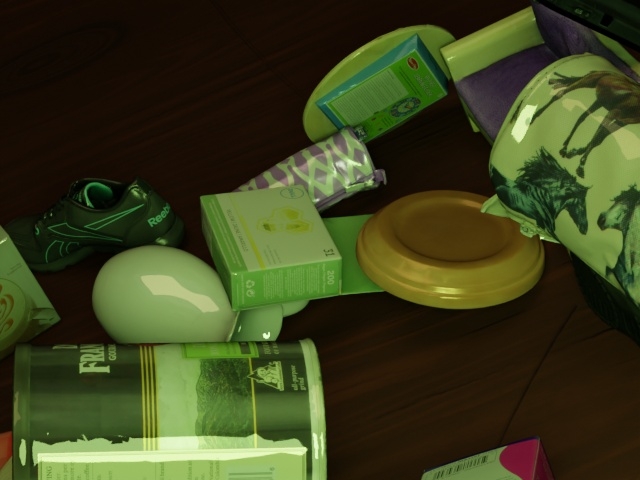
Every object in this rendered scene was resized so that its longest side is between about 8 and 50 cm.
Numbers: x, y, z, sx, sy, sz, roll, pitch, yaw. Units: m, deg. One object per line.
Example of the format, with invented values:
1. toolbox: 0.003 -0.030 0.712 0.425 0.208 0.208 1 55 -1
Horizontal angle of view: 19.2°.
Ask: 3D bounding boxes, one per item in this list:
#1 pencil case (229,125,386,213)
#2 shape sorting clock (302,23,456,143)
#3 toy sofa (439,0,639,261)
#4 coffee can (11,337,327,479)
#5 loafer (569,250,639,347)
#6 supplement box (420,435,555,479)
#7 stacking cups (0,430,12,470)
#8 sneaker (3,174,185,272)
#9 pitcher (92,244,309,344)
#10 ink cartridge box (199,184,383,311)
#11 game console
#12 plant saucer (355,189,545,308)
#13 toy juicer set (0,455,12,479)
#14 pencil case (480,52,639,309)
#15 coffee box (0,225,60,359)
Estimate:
1. pencil case: -0.025 -0.051 2.195 0.206 0.086 0.088 -30 57 -3
2. shape sorting clock: 0.070 -0.180 2.208 0.206 0.206 0.040 -27 65 0
3. toy sofa: 0.255 -0.143 2.041 0.150 0.177 0.362 -26 34 -1
4. coffee can: -0.142 0.192 1.744 0.275 0.201 0.201 0 33 -8
5. loafer: 0.315 0.051 1.834 0.078 0.080 0.220 -28 43 -10
6. supplement box: 0.141 0.253 1.557 0.111 0.114 0.220 -19 5 12
7. stacking cups: -0.221 0.209 1.961 0.316 0.096 0.096 -15 35 19
8. sneaker: -0.291 -0.031 2.324 0.267 0.106 0.101 -6 40 31
9. pitcher: -0.131 0.067 2.083 0.207 0.125 0.178 16 33 32
10. ink cartridge box: 0.000 0.000 2.050 0.235 0.056 0.171 -8 32 -12
11. game console: 0.357 -0.215 1.953 0.044 0.361 0.213 -58 22 22
12. plant saucer: 0.137 0.002 1.979 0.200 0.037 0.200 1 33 -1
13. toy juicer set: -0.282 0.362 1.797 0.209 0.089 0.329 -37 46 -9
14. pencil case: 0.329 0.011 1.698 0.160 0.183 0.410 -3 38 -43
15. coffee box: -0.453 0.095 2.229 0.246 0.141 0.098 -34 34 -12
